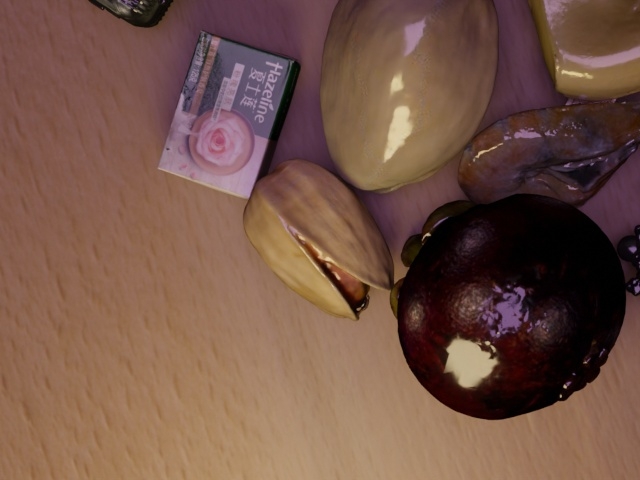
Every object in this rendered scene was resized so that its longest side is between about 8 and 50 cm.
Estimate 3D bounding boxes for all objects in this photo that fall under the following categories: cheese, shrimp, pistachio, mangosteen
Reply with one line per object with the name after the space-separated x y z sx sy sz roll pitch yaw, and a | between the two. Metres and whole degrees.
0.414 -0.321 1.628 0.316 0.128 0.259 -13 88 4 | cheese
0.333 -0.105 1.665 0.317 0.077 0.168 -8 132 2 | shrimp
0.109 -0.210 1.635 0.226 0.208 0.331 16 110 13 | pistachio
0.000 0.000 1.683 0.157 0.157 0.229 -41 101 7 | pistachio
0.227 0.068 1.593 0.297 0.297 0.293 -28 73 7 | mangosteen

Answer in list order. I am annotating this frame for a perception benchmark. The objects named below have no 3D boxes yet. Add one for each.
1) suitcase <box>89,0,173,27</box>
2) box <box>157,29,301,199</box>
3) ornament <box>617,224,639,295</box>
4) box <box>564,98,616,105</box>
-0.302 -0.434 1.709 0.312 0.128 0.202 33 96 5 | suitcase
-0.120 -0.166 1.726 0.135 0.081 0.199 18 97 6 | box
0.513 -0.028 1.651 0.260 0.106 0.251 1 86 16 | ornament
0.351 -0.175 1.698 0.058 0.015 0.093 26 95 7 | box
